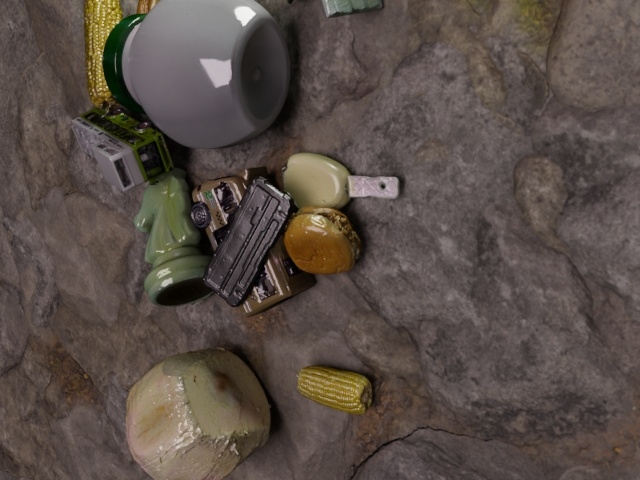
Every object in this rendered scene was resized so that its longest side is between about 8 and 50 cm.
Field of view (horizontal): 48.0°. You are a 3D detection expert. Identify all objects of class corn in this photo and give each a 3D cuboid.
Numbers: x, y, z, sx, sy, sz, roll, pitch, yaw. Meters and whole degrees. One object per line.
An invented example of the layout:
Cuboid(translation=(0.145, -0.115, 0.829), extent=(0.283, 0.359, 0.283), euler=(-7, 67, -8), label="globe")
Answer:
Cuboid(translation=(-0.491, -0.439, 1.653), extent=(0.101, 0.101, 0.311), euler=(-11, 79, 39), label="corn")
Cuboid(translation=(0.027, 0.296, 1.440), extent=(0.165, 0.063, 0.085), euler=(9, 128, 37), label="corn")

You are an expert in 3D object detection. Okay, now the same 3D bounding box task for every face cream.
Cuboid(translation=(-0.243, -0.341, 1.424), extent=(0.356, 0.219, 0.313), euler=(14, 108, 36), label="face cream")

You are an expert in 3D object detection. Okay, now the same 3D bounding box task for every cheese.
Cuboid(translation=(0.037, -0.100, 1.362), extent=(0.255, 0.050, 0.127), euler=(7, 103, 37), label="cheese")

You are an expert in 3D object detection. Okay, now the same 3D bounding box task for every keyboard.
Cuboid(translation=(-0.140, 0.006, 1.381), extent=(0.106, 0.016, 0.262), euler=(37, 114, 16), label="keyboard")

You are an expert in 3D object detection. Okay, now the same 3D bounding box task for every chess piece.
Cuboid(translation=(-0.340, -0.013, 1.626), extent=(0.175, 0.175, 0.298), euler=(-35, 64, 37), label="chess piece")

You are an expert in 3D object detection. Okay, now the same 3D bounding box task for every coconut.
Cuboid(translation=(-0.276, 0.389, 1.556), extent=(0.254, 0.297, 0.297), euler=(-41, 74, 24), label="coconut")

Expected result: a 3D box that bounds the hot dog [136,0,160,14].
Cuboid(translation=(-0.381, -0.427, 1.615), extent=(0.087, 0.061, 0.286), euler=(27, 115, 31), label="hot dog")

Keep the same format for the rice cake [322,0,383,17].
Cuboid(translation=(0.023, -0.502, 1.252), extent=(0.043, 0.127, 0.237), euler=(-24, 89, 52), label="rice cake")

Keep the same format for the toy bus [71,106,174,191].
Cuboid(translation=(-0.462, -0.216, 1.637), extent=(0.301, 0.139, 0.113), euler=(29, 142, 44), label="toy bus")

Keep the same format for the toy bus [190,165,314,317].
Cuboid(translation=(-0.136, -0.004, 1.461), extent=(0.157, 0.139, 0.290), euler=(-26, 84, 32), label="toy bus")

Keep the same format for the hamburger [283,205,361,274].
Cuboid(translation=(0.000, 0.000, 1.369), extent=(0.147, 0.083, 0.138), euler=(-3, 125, 34), label="hamburger")

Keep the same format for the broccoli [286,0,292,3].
Cuboid(translation=(-0.068, -0.483, 1.278), extent=(0.118, 0.204, 0.122), euler=(49, 135, -10), label="broccoli")
